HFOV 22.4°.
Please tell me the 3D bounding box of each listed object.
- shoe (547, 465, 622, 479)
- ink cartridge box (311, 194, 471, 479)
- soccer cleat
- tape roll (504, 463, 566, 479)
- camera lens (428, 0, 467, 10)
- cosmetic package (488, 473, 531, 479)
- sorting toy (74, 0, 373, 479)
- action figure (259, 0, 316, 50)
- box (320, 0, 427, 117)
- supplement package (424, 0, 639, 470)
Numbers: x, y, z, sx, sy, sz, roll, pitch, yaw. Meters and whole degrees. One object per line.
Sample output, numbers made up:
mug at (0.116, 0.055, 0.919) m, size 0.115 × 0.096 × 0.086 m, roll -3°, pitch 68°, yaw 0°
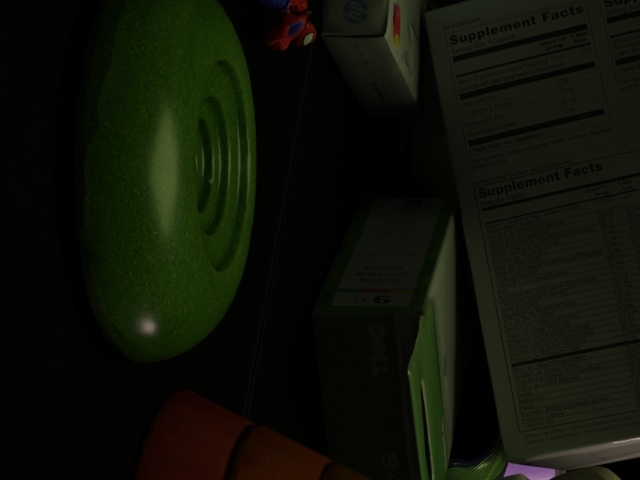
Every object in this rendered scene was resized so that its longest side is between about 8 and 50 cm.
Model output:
shoe at (0.120, 0.219, 1.035) m, size 0.219 × 0.076 × 0.058 m, roll -42°, pitch 141°, yaw -19°
ink cartridge box at (0.038, 0.064, 0.860) m, size 0.209 × 0.062 × 0.109 m, roll -67°, pitch 154°, yaw -63°
soccer cleat at (0.093, 0.042, 1.061) m, size 0.121 × 0.093 × 0.289 m, roll 70°, pitch 24°, yaw -60°
tape roll at (0.196, 0.153, 1.601) m, size 0.275 × 0.090 × 0.274 m, roll 0°, pitch 90°, yaw -79°
camera lens at (0.179, -0.282, 1.144) m, size 0.219 × 0.219 × 0.274 m, roll -53°, pitch 142°, yaw -71°
cosmetic package at (0.093, 0.295, 0.875) m, size 0.160 × 0.113 × 0.309 m, roll 48°, pitch 32°, yaw -72°
sorting toy at (0.000, 0.000, 0.517) m, size 0.127 × 0.126 × 0.365 m, roll -63°, pitch 152°, yaw -65°
action figure at (-0.019, -0.106, 0.664) m, size 0.115 × 0.030 × 0.038 m, roll 62°, pitch 26°, yaw -72°
box at (0.036, -0.177, 0.899) m, size 0.145 × 0.038 × 0.186 m, roll 47°, pitch 44°, yaw -74°
supplement package at (0.198, -0.011, 0.959) m, size 0.199 × 0.198 × 0.262 m, roll 28°, pitch 51°, yaw -71°
